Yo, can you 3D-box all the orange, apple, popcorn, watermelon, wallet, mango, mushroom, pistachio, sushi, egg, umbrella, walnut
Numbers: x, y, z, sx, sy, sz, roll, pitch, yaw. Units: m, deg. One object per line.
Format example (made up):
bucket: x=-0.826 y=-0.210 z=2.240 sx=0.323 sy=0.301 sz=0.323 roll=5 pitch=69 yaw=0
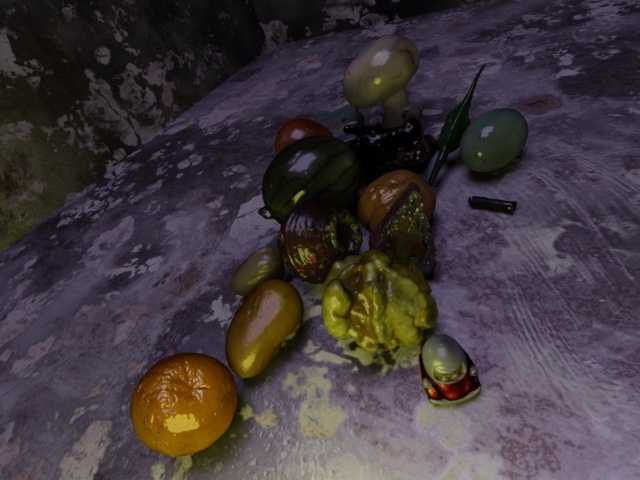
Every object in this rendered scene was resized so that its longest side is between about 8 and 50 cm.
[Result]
orange: x=-0.292 y=0.350 z=0.876 sx=0.219 sy=0.193 sz=0.219 roll=21 pitch=24 yaw=-10
apple: x=-0.057 y=-0.330 z=1.501 sx=0.253 sy=0.253 sz=0.253 roll=-15 pitch=39 yaw=12
popcorn: x=0.128 y=0.129 z=0.894 sx=0.250 sy=0.235 sz=0.242 roll=-7 pitch=21 yaw=3
watermelon: x=-0.037 y=-0.175 z=1.293 sx=0.359 sy=0.279 sz=0.279 roll=-40 pitch=40 yaw=-8
wallet: x=0.071 y=-0.471 z=1.746 sx=0.252 sy=0.083 sz=0.360 roll=-18 pitch=38 yaw=17
mango: x=-0.143 y=0.216 z=1.013 sx=0.167 sy=0.130 sz=0.262 roll=16 pitch=59 yaw=34
mushroom: x=0.224 y=-0.630 z=1.584 sx=0.315 sy=0.356 sz=0.315 roll=2 pitch=64 yaw=-5
pistachio: x=-0.179 y=0.094 z=1.176 sx=0.185 sy=0.124 sz=0.124 roll=-28 pitch=38 yaw=-1
sushi: x=0.194 y=-0.012 z=1.018 sx=0.161 sy=0.241 sz=0.107 roll=-13 pitch=18 yaw=7
egg: x=0.524 y=-0.304 z=1.227 sx=0.236 sy=0.169 sz=0.169 roll=-40 pitch=40 yaw=-23
umbrella: x=0.479 y=-0.103 z=1.130 sx=0.133 sy=0.031 sz=0.036 roll=17 pitch=27 yaw=41
walnut: x=0.216 y=-0.099 z=1.147 sx=0.226 sy=0.193 sz=0.193 roll=-29 pitch=38 yaw=-10

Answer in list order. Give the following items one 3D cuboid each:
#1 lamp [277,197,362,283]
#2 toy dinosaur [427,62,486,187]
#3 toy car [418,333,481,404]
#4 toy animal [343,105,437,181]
lamp: x=0.000 y=0.000 z=1.106 sx=0.247 sy=0.247 sz=0.247 roll=-15 pitch=39 yaw=12
toy dinosaur: x=0.403 y=-0.333 z=1.263 sx=0.087 sy=0.447 sz=0.301 roll=23 pitch=25 yaw=22
toy car: x=0.242 y=0.234 z=0.794 sx=0.112 sy=0.112 sz=0.139 roll=-19 pitch=39 yaw=8
toy animal: x=0.215 y=-0.313 z=1.388 sx=0.344 sy=0.194 sz=0.302 roll=-13 pitch=33 yaw=23
